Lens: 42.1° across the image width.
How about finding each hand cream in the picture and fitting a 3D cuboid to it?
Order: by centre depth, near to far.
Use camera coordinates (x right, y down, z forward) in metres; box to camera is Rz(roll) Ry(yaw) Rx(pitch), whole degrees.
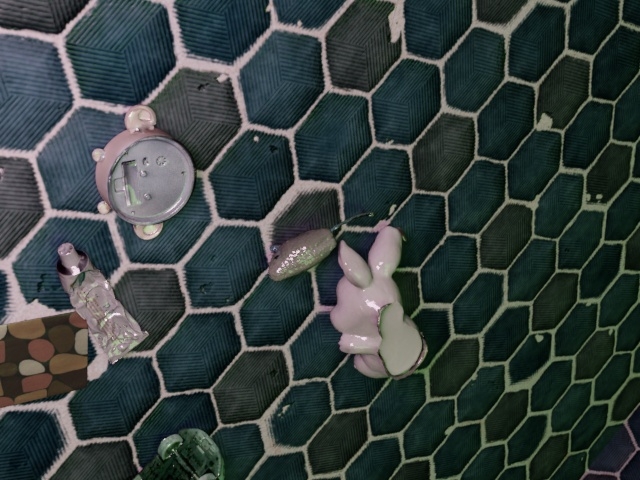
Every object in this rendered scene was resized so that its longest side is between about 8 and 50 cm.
[{"bbox_3d":[-0.367,0.099,1.360,0.084,0.050,0.257,-39,136,-18],"label":"hand cream"}]

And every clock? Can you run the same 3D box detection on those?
[{"bbox_3d":[-0.275,-0.100,1.315,0.155,0.063,0.229,-15,120,-32],"label":"clock"}]

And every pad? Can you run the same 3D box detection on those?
[{"bbox_3d":[-0.492,0.200,1.352,0.235,0.003,0.158,-9,118,-33],"label":"pad"}]

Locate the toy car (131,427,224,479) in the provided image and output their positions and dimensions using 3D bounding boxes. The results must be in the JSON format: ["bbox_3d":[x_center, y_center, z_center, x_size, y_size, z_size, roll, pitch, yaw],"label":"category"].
[{"bbox_3d":[-0.299,0.501,1.576,0.306,0.136,0.125,-46,145,-10],"label":"toy car"}]

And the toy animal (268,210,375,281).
[{"bbox_3d":[0.005,-0.005,1.566,0.253,0.079,0.070,-34,123,-20],"label":"toy animal"}]

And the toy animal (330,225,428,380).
[{"bbox_3d":[0.117,0.142,1.682,0.208,0.154,0.325,-18,119,-37],"label":"toy animal"}]
